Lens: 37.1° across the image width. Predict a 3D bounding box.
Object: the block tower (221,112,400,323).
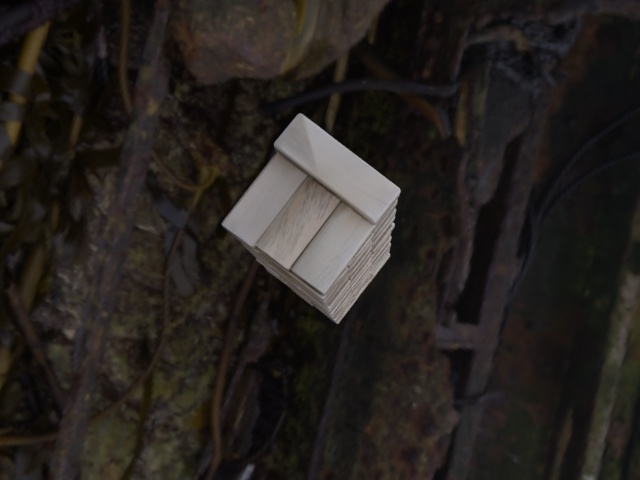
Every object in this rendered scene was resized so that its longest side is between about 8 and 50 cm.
[{"bbox_3d":[0.000,0.000,0.793,0.097,0.091,0.335,-53,172,-7],"label":"block tower"}]
